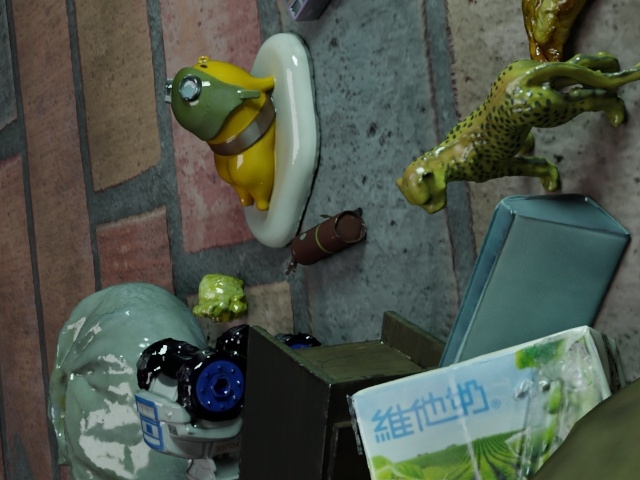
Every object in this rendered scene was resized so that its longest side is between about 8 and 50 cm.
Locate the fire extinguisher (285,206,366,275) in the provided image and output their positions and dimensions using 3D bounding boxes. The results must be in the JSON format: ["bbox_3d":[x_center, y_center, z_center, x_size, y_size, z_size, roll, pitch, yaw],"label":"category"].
[{"bbox_3d":[0.000,0.000,1.319,0.132,0.039,0.056,-27,38,59],"label":"fire extinguisher"}]

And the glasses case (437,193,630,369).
[{"bbox_3d":[0.158,0.083,1.021,0.056,0.105,0.266,-92,16,-58],"label":"glasses case"}]

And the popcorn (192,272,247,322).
[{"bbox_3d":[-0.128,0.075,1.515,0.068,0.083,0.059,45,126,2],"label":"popcorn"}]

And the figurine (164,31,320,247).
[{"bbox_3d":[-0.100,-0.109,1.375,0.166,0.141,0.250,15,107,57],"label":"figurine"}]

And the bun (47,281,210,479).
[{"bbox_3d":[-0.257,0.238,1.641,0.354,0.194,0.355,15,107,61],"label":"bun"}]

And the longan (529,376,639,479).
[{"bbox_3d":[0.257,0.231,0.563,0.391,0.391,0.391,13,105,59],"label":"longan"}]

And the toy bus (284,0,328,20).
[{"bbox_3d":[0.001,-0.284,1.280,0.131,0.037,0.052,-49,55,52],"label":"toy bus"}]

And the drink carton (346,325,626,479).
[{"bbox_3d":[0.163,0.248,0.905,0.194,0.132,0.325,-18,75,17],"label":"drink carton"}]

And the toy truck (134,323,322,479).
[{"bbox_3d":[-0.090,0.188,1.331,0.161,0.213,0.177,5,103,61],"label":"toy truck"}]

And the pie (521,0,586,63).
[{"bbox_3d":[0.192,-0.218,0.968,0.088,0.033,0.191,63,142,44],"label":"pie"}]

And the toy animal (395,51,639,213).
[{"bbox_3d":[0.154,-0.091,0.944,0.181,0.136,0.073,-45,55,52],"label":"toy animal"}]

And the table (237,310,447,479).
[{"bbox_3d":[0.035,0.189,1.157,0.172,0.169,0.193,29,117,55],"label":"table"}]
